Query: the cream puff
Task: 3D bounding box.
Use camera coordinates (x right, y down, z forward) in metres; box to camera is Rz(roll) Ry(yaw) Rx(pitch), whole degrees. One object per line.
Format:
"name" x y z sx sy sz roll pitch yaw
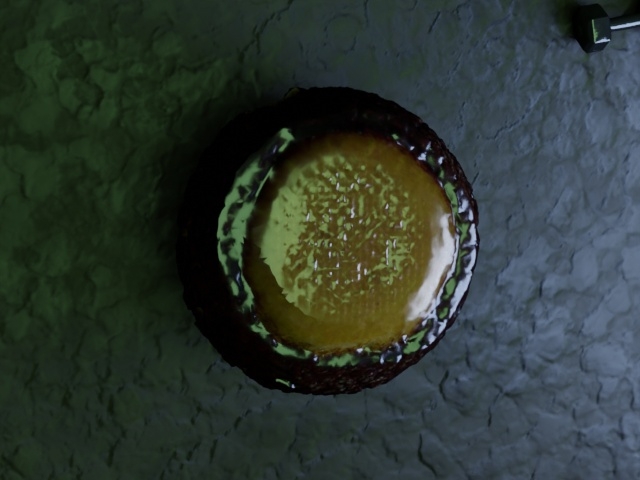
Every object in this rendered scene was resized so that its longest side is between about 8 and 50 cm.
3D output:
"cream puff" 0.000 0.000 1.409 0.239 0.165 0.239 -2 97 -18

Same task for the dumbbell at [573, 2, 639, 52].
"dumbbell" 0.250 -0.179 1.520 0.083 0.036 0.040 -11 104 -15
